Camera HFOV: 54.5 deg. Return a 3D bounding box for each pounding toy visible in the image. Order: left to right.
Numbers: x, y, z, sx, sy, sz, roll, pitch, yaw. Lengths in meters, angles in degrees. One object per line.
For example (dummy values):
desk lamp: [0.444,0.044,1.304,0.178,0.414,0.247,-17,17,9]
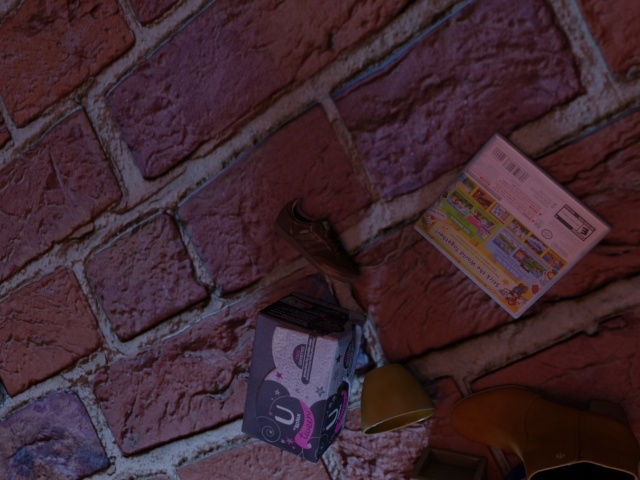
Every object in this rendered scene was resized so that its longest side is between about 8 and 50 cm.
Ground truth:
pounding toy: [0.208,0.440,1.069,0.130,0.141,0.100,3,103,25]

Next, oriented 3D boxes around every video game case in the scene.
video game case: [0.297,-0.022,0.989,0.227,0.026,0.206,43,115,10]

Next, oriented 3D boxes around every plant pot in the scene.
plant pot: [0.125,0.272,1.089,0.134,0.134,0.095,-32,61,27]

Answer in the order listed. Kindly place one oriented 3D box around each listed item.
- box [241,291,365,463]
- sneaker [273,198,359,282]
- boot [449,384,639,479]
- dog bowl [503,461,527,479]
box: [-0.031,0.246,1.136,0.164,0.142,0.247,16,108,21]
sneaker: [0.000,0.000,1.109,0.188,0.066,0.071,37,113,13]
boot: [0.321,0.308,0.947,0.295,0.211,0.104,-8,98,26]
dog bowl: [0.410,0.486,1.006,0.265,0.104,0.264,6,104,24]
